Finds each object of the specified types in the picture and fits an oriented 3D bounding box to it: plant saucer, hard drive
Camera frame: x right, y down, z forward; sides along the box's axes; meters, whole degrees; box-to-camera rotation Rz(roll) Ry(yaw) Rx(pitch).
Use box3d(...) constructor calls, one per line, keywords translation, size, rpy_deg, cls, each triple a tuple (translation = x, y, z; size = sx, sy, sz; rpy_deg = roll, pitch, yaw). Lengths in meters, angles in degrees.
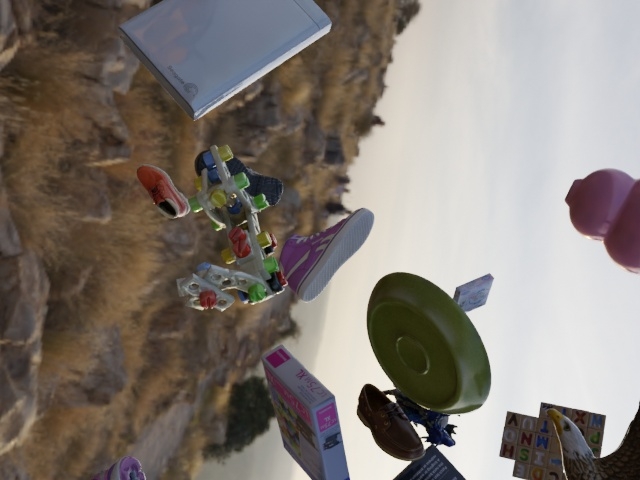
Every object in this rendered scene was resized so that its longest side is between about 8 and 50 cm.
box3d(translation=(0.147, 0.163, 1.116), size=(0.037, 0.241, 0.241), rpy_deg=(-29, 145, -32), cls="plant saucer")
box3d(translation=(-0.184, -0.419, 1.483), size=(0.353, 0.233, 0.047), rpy_deg=(-39, 171, -21), cls="hard drive")

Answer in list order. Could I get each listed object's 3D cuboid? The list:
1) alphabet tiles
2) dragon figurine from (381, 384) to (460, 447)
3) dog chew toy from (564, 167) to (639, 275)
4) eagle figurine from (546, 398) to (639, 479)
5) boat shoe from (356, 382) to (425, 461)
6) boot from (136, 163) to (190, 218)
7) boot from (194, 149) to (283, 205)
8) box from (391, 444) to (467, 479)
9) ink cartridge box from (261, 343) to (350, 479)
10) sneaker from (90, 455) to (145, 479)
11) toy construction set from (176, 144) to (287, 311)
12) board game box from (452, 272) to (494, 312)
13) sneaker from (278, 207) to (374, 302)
box3d(translation=(0.572, 0.506, 1.862), size=(0.009, 0.237, 0.198), rpy_deg=(44, 57, -62), cls="alphabet tiles")
box3d(translation=(0.162, 0.300, 1.372), size=(0.289, 0.144, 0.085), rpy_deg=(18, -95, 50), cls="dragon figurine")
box3d(translation=(0.575, -0.017, 1.257), size=(0.206, 0.332, 0.206), rpy_deg=(-56, 163, -26), cls="dog chew toy")
box3d(translation=(0.381, 0.297, 0.957), size=(0.225, 0.298, 0.226), rpy_deg=(56, 7, -17), cls="eagle figurine")
box3d(translation=(0.114, 0.307, 1.272), size=(0.178, 0.064, 0.060), rpy_deg=(39, -42, 54), cls="boat shoe")
box3d(translation=(-0.374, -0.114, 1.741), size=(0.059, 0.158, 0.084), rpy_deg=(-43, -176, 17), cls="boot")
box3d(translation=(-0.211, -0.137, 1.607), size=(0.246, 0.161, 0.083), rpy_deg=(21, 88, -50), cls="boot")
box3d(translation=(0.242, 0.792, 1.661), size=(0.297, 0.472, 0.480), rpy_deg=(-30, 158, -35), cls="box")
box3d(translation=(-0.023, 0.374, 1.466), size=(0.186, 0.065, 0.311), rpy_deg=(36, -33, 48), cls="ink cartridge box")
box3d(translation=(-0.352, 0.510, 1.368), size=(0.095, 0.104, 0.236), rpy_deg=(-60, 130, -73), cls="sneaker")
box3d(translation=(-0.162, 0.000, 1.388), size=(0.215, 0.151, 0.328), rpy_deg=(59, 24, -46), cls="toy construction set")
box3d(translation=(0.322, 0.118, 1.598), size=(0.020, 0.090, 0.090), rpy_deg=(54, -27, 35), cls="board game box")
box3d(translation=(-0.001, 0.000, 1.884), size=(0.282, 0.161, 0.102), rpy_deg=(-48, 146, 5), cls="sneaker")
